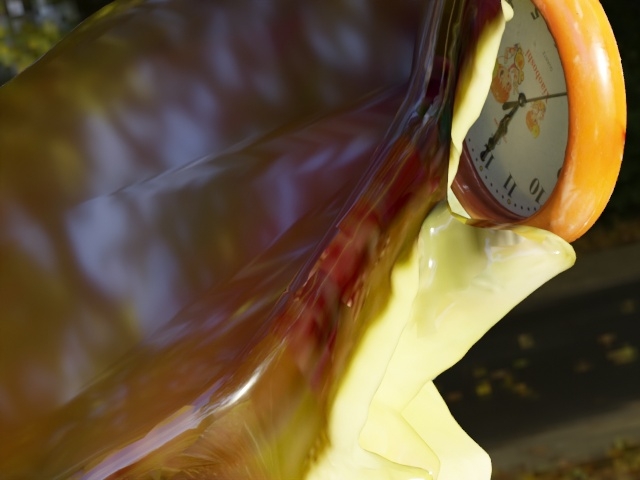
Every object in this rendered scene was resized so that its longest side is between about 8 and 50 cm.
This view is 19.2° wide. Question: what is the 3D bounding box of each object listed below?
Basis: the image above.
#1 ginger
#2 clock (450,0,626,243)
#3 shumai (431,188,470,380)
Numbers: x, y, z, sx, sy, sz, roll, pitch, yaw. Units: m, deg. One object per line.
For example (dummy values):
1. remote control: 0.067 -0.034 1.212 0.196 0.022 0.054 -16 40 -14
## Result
1. ginger: -0.069 0.075 0.752 0.358 0.211 0.413 2 44 43
2. clock: 0.137 -0.095 1.267 0.051 0.205 0.205 -7 0 -27
3. shumai: 0.000 0.000 1.862 0.395 0.348 0.395 -41 -11 -10
